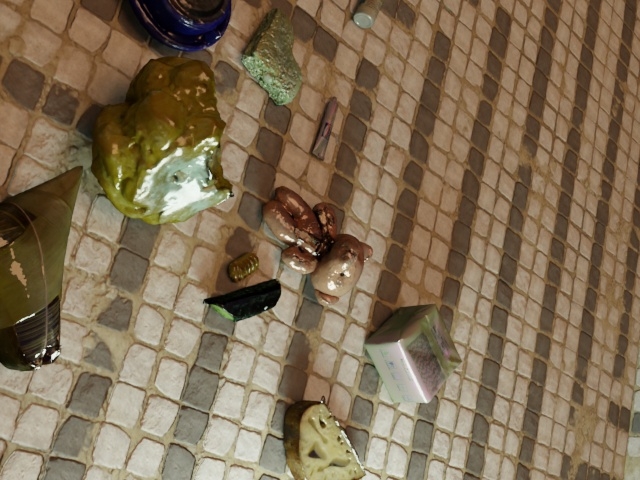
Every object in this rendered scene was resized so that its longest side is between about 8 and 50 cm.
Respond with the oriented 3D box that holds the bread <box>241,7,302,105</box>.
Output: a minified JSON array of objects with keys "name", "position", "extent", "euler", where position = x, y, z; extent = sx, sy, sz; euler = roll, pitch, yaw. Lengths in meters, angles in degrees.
[{"name":"bread","position":[-0.111,-0.434,2.046],"extent":[0.172,0.064,0.232],"euler":[-5,87,-46]}]

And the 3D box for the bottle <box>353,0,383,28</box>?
[{"name":"bottle","position":[0.149,-0.658,2.326],"extent":[0.060,0.060,0.217],"euler":[42,60,-33]}]

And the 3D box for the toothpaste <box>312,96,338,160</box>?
[{"name":"toothpaste","position":[0.015,-0.281,2.177],"extent":[0.045,0.028,0.170],"euler":[34,65,-44]}]

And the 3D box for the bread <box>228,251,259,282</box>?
[{"name":"bread","position":[-0.168,0.059,1.958],"extent":[0.088,0.034,0.049],"euler":[-32,114,-42]}]

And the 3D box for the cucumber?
[{"name":"cucumber","position":[-0.164,0.141,1.948],"extent":[0.220,0.046,0.070],"euler":[-14,103,-45]}]

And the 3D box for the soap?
[{"name":"soap","position":[0.239,0.290,2.255],"extent":[0.182,0.138,0.199],"euler":[-41,113,-40]}]

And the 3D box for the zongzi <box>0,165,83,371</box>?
[{"name":"zongzi","position":[-0.486,0.045,1.578],"extent":[0.317,0.154,0.289],"euler":[-38,119,-46]}]

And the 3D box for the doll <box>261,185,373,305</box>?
[{"name":"doll","position":[0.000,0.000,2.050],"extent":[0.303,0.156,0.201],"euler":[47,62,-25]}]

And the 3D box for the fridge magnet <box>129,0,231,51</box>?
[{"name":"fridge magnet","position":[-0.290,-0.530,1.846],"extent":[0.265,0.113,0.265],"euler":[9,77,-44]}]

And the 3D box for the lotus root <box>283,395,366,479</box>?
[{"name":"lotus root","position":[-0.002,0.492,2.045],"extent":[0.170,0.074,0.260],"euler":[-39,114,-39]}]

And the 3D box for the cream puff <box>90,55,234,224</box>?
[{"name":"cream puff","position":[-0.320,-0.198,1.706],"extent":[0.274,0.323,0.270],"euler":[-18,57,-16]}]
